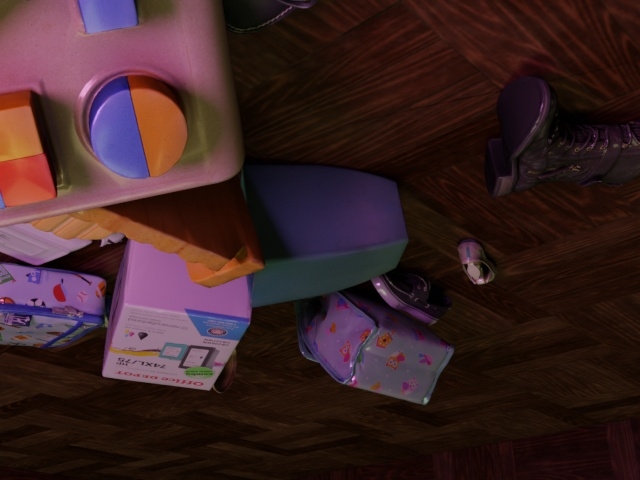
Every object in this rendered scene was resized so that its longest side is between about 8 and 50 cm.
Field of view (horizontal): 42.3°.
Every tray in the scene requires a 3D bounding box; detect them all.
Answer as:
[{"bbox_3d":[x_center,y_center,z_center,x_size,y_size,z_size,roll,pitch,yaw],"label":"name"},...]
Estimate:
[{"bbox_3d":[-0.531,-0.017,1.374,0.145,0.030,0.270,-17,149,32],"label":"tray"}]

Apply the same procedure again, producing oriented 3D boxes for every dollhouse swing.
[{"bbox_3d":[-0.325,-0.032,1.081,0.305,0.315,0.347,-41,137,23],"label":"dollhouse swing"}]

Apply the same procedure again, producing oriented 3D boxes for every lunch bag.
[{"bbox_3d":[0.086,0.190,1.612,0.223,0.160,0.262,21,-172,-36],"label":"lunch bag"},{"bbox_3d":[-0.536,0.130,1.552,0.243,0.114,0.303,13,158,-32],"label":"lunch bag"}]

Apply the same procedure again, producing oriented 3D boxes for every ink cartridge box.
[{"bbox_3d":[-0.241,0.102,1.391,0.198,0.197,0.270,10,145,-16],"label":"ink cartridge box"}]

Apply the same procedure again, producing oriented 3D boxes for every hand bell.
[{"bbox_3d":[-0.330,0.279,1.923,0.242,0.126,0.126,2,156,20],"label":"hand bell"}]

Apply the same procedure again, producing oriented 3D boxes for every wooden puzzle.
[{"bbox_3d":[-0.246,-0.163,0.747,0.348,0.080,0.322,-15,120,-15],"label":"wooden puzzle"}]

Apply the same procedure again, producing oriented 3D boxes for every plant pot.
[{"bbox_3d":[0.003,-0.012,1.254,0.234,0.165,0.165,-4,154,-10],"label":"plant pot"}]

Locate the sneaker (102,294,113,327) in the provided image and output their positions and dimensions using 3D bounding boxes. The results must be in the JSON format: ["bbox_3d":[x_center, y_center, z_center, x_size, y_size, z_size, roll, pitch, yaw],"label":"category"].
[{"bbox_3d":[-0.451,0.148,1.688,0.058,0.052,0.135,6,153,-5],"label":"sneaker"}]

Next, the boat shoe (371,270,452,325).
[{"bbox_3d":[0.180,0.097,1.576,0.076,0.080,0.228,-38,136,18],"label":"boat shoe"}]

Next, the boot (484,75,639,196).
[{"bbox_3d":[0.349,-0.139,1.101,0.229,0.091,0.263,-5,158,-3],"label":"boot"}]

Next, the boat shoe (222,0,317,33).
[{"bbox_3d":[-0.020,-0.277,0.761,0.127,0.113,0.340,17,149,-31],"label":"boat shoe"}]

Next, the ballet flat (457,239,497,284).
[{"bbox_3d":[0.283,0.053,1.504,0.057,0.052,0.168,-12,152,22],"label":"ballet flat"}]

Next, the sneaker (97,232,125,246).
[{"bbox_3d":[-0.339,-0.025,1.362,0.044,0.040,0.109,-7,162,-26],"label":"sneaker"}]

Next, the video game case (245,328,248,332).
[{"bbox_3d":[-0.261,0.139,1.687,0.196,0.026,0.274,-1,157,3],"label":"video game case"}]
